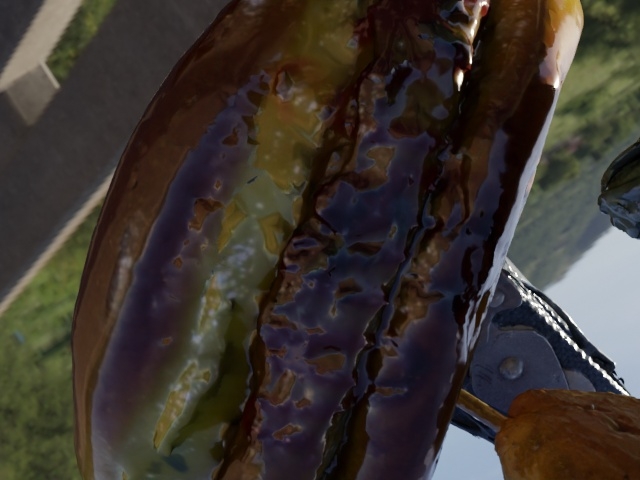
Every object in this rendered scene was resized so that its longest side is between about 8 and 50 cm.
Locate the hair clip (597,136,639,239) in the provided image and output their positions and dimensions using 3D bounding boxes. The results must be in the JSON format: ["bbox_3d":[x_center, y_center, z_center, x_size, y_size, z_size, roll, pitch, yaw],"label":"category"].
[{"bbox_3d":[0.253,-0.098,0.443,0.138,0.091,0.321,-39,173,-47],"label":"hair clip"}]

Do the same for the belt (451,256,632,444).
[{"bbox_3d":[0.132,0.091,0.842,0.128,0.218,0.122,-45,-152,9],"label":"belt"}]

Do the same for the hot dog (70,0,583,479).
[{"bbox_3d":[0.002,0.001,0.575,0.223,0.185,0.405,18,91,-82],"label":"hot dog"}]

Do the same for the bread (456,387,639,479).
[{"bbox_3d":[0.222,0.174,0.654,0.124,0.344,0.084,-33,142,-49],"label":"bread"}]
